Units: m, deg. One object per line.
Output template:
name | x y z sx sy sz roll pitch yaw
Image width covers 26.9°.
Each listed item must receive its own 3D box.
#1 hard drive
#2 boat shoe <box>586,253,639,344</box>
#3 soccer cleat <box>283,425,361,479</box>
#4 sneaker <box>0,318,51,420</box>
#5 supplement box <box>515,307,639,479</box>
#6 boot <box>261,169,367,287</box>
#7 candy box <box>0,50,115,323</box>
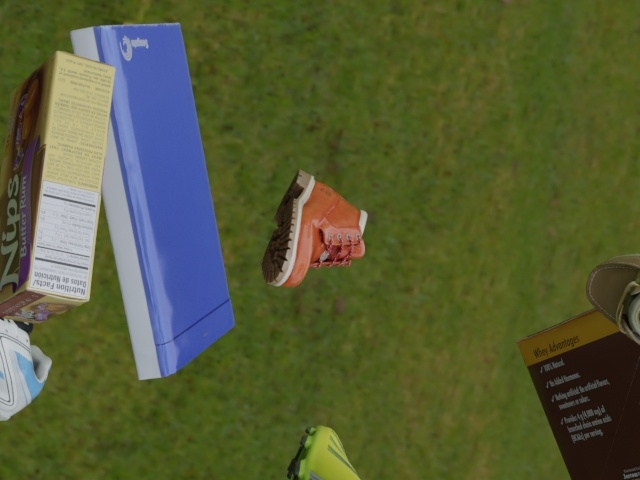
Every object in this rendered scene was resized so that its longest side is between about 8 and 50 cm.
hard drive | -0.155 -0.048 1.289 0.210 0.040 0.318 -36 117 -74
boat shoe | 0.188 0.038 0.733 0.045 0.135 0.050 1 102 -30
soccer cleat | 0.023 0.293 1.459 0.289 0.121 0.093 -106 -145 -74
sneaker | -0.297 0.075 1.142 0.086 0.085 0.237 -52 156 -19
supplement box | 0.272 0.124 0.955 0.129 0.191 0.194 -17 81 -27
boot | 0.000 0.000 1.150 0.059 0.084 0.158 -56 -172 31
candy box | -0.208 -0.037 1.020 0.053 0.109 0.186 14 72 -28
